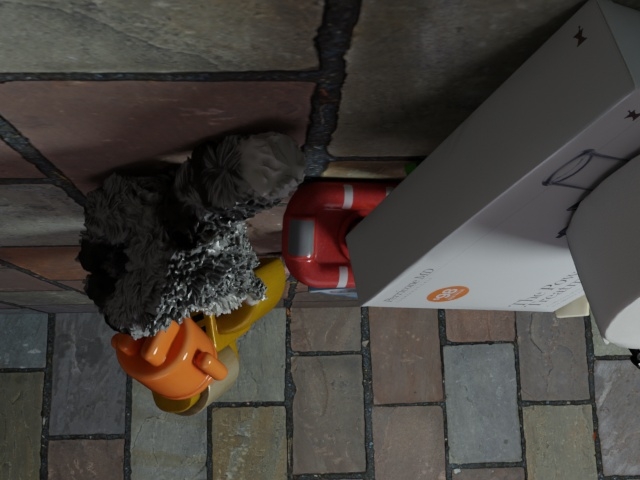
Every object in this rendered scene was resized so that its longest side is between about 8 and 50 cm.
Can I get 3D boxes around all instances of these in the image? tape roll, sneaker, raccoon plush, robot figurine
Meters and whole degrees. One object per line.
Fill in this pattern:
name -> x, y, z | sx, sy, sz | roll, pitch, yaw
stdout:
tape roll -> 0.359, -0.005, 0.605 | 0.286, 0.100, 0.286 | -10, 154, -5
sneaker -> -0.079, 0.052, 1.616 | 0.070, 0.051, 0.134 | -2, 176, -28
raccoon plush -> -0.107, 0.007, 0.983 | 0.446, 0.216, 0.299 | -10, 175, 40
robot figurine -> -0.241, 0.178, 1.154 | 0.158, 0.128, 0.219 | -20, 150, 2

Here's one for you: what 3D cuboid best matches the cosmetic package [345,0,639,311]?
cosmetic package -> 0.239, -0.043, 0.705 | 0.284, 0.097, 0.377 | 6, 150, -27

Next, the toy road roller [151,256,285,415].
toy road roller -> -0.186, 0.145, 1.337 | 0.241, 0.329, 0.202 | -4, -171, 20

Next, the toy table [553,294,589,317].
toy table -> 0.628, 0.079, 1.579 | 0.274, 0.160, 0.252 | -10, 167, 37

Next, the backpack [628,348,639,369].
backpack -> 0.653, 0.064, 1.251 | 0.213, 0.276, 0.263 | 0, 165, -36

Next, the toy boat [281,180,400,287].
toy boat -> 0.068, -0.002, 0.991 | 0.231, 0.151, 0.151 | 0, -171, -14

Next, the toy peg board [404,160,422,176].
toy peg board -> 0.199, -0.076, 0.921 | 0.161, 0.079, 0.161 | -11, -178, 42

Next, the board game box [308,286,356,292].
board game box -> 0.183, 0.062, 1.453 | 0.308, 0.086, 0.302 | -7, 168, 33
